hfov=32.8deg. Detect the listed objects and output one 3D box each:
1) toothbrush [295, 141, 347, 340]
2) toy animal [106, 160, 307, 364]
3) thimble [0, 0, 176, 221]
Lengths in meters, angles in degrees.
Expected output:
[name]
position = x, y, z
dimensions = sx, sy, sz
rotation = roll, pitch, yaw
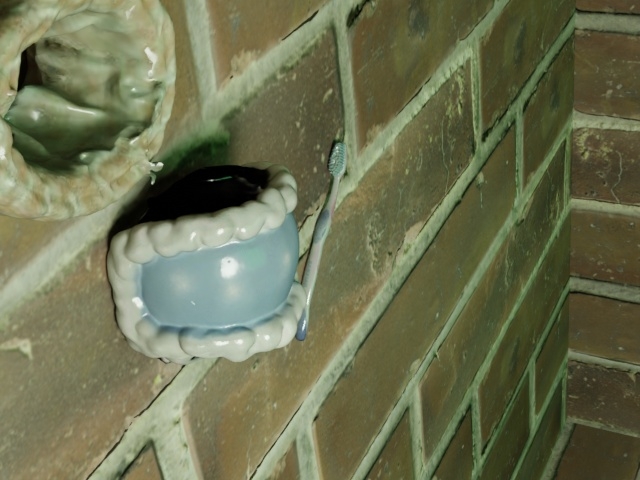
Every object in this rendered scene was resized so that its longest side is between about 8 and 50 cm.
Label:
[toothbrush]
position = 0.000, 0.000, 1.433
dimensions = 0.027, 0.021, 0.269
rotation = 18, 82, -52
[toy animal]
position = -0.095, 0.027, 1.089
dimensions = 0.208, 0.156, 0.204
rotation = -36, 128, -51
[thimble]
position = -0.214, -0.117, 0.788
dimensions = 0.229, 0.148, 0.196
rotation = -21, 117, -64
